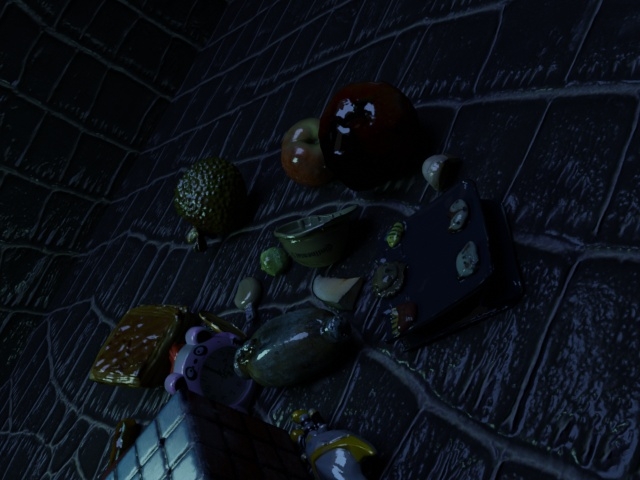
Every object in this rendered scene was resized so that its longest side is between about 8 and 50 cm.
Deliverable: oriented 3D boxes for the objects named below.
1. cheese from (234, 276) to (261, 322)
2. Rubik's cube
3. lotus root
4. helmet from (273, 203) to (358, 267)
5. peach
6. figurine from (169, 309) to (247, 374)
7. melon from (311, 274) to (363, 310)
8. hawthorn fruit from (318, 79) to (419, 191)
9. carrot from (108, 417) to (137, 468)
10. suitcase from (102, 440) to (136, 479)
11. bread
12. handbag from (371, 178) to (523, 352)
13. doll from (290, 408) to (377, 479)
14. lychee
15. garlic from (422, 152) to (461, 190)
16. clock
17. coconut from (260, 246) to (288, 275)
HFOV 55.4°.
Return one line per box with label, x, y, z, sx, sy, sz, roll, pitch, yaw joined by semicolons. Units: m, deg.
cheese;-0.227;0.189;1.895;0.092;0.047;0.171;-29;41;35
Rubik's cube;-0.231;0.579;1.268;0.337;0.343;0.344;-50;33;7
lotus root;-0.056;0.262;1.517;0.349;0.175;0.175;-25;42;31
helmet;0.004;0.002;1.695;0.257;0.137;0.204;-12;12;36
peach;-0.027;-0.273;1.958;0.232;0.232;0.233;-32;39;30
figurine;-0.354;0.352;1.812;0.208;0.181;0.257;33;89;18
melon;0.029;0.133;1.621;0.182;0.054;0.098;-1;54;51
hawthorn fruit;0.128;-0.285;1.674;0.316;0.316;0.316;-32;39;30
carrot;-0.630;0.692;1.931;0.070;0.070;0.260;-34;40;29
suitcase;-0.474;0.702;1.630;0.236;0.161;0.297;-44;35;15
bread;-0.582;0.370;2.055;0.277;0.167;0.325;0;46;30
handbag;0.255;0.056;1.346;0.329;0.122;0.303;-32;39;32
doll;0.025;0.451;1.290;0.146;0.103;0.316;-62;28;-5
lychee;-0.393;-0.141;2.212;0.270;0.269;0.320;-103;18;-50
garlic;0.297;-0.180;1.547;0.113;0.074;0.094;-32;-29;-61
clock;-0.271;0.354;1.614;0.090;0.248;0.228;-9;53;51
coconut;-0.144;0.065;1.873;0.096;0.088;0.088;-36;36;17
